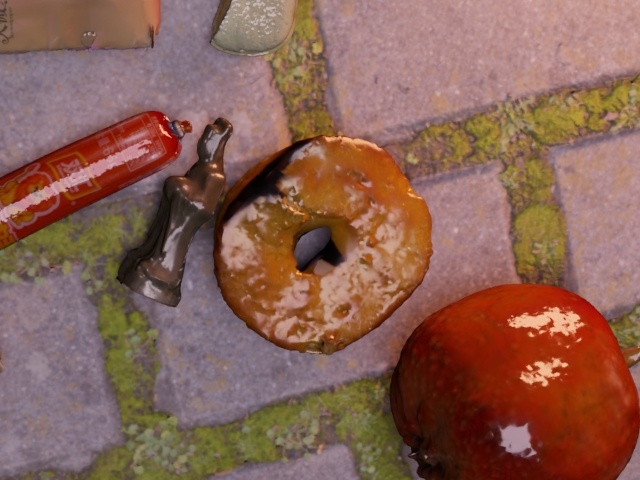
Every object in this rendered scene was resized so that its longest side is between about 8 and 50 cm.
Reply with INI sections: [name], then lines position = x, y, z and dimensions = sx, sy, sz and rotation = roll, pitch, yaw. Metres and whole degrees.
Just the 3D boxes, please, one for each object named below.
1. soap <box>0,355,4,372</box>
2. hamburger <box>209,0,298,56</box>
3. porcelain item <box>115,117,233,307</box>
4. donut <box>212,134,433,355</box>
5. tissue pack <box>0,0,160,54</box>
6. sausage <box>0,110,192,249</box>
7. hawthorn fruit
[soap]
position = -0.480, 0.136, 1.826
dimensions = 0.232, 0.073, 0.140
rotation = -29, 110, -6
[hamburger]
position = -0.067, -0.257, 1.848
dimensions = 0.084, 0.054, 0.121
rotation = 21, 99, -20
[porcelain item]
position = -0.149, -0.036, 1.858
dimensions = 0.069, 0.081, 0.216
rotation = 24, 96, -24
[donut]
position = -0.002, 0.002, 1.881
dimensions = 0.253, 0.118, 0.253
rotation = -2, 103, -9
[tissue pack]
position = -0.277, -0.329, 1.748
dimensions = 0.215, 0.123, 0.257
rotation = -4, 114, -10
[sausage]
position = -0.266, -0.070, 1.832
dimensions = 0.274, 0.074, 0.074
rotation = -26, 106, -7
[hawthorn fruit]
position = 0.251, 0.181, 1.903
dimensions = 0.330, 0.287, 0.287
rotation = -24, 106, -13
